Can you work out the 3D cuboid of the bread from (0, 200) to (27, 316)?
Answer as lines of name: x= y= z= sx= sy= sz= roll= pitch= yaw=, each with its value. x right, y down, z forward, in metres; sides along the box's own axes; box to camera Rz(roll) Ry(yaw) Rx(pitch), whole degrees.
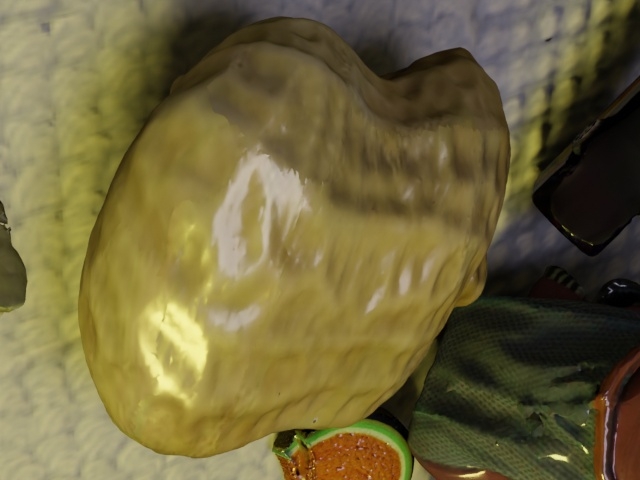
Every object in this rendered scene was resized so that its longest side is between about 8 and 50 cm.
bread: x=-0.233 y=-0.034 z=0.388 sx=0.266 sy=0.142 sz=0.178 roll=-1 pitch=78 yaw=-46

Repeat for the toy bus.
toy bus: x=0.188 y=-0.069 z=0.757 sx=0.172 sy=0.057 sz=0.072 roll=-46 pitch=-177 yaw=13

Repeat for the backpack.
backpack: x=0.242 y=0.132 z=0.774 sx=0.283 sy=0.317 sz=0.197 roll=31 pitch=73 yaw=-48

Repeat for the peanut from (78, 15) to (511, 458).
peanut: x=0.000 y=0.000 z=0.627 sx=0.233 sy=0.110 sz=0.197 roll=1 pitch=114 yaw=-41

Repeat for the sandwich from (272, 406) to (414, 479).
sandwich: x=0.013 y=0.118 z=0.773 sx=0.101 sy=0.026 sz=0.069 roll=4 pitch=116 yaw=-41
